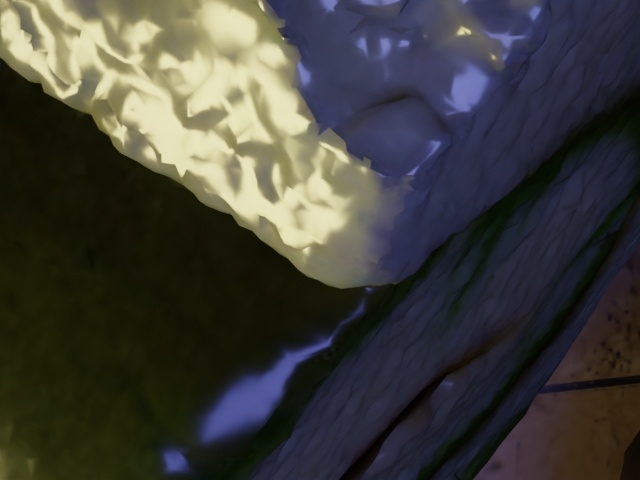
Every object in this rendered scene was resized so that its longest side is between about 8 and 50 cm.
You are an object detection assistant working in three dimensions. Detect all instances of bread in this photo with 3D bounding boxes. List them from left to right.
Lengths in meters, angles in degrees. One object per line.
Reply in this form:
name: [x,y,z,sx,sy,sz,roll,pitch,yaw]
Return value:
bread: [0.000,0.000,0.500,0.366,0.129,0.382,-46,161,-16]

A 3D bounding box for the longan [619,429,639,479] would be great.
longan: [0.303,0.160,0.637,0.391,0.391,0.391,-6,111,-17]
